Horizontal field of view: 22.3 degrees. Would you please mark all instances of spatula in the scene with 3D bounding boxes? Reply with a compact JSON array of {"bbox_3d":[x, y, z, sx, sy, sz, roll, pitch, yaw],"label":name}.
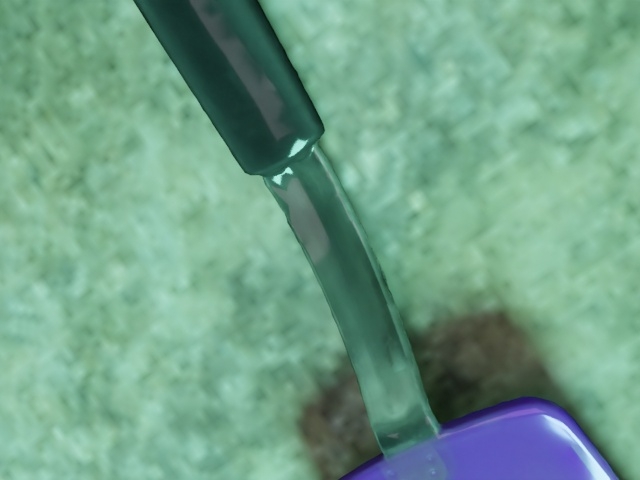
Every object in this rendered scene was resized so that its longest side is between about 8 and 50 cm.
[{"bbox_3d":[0.000,0.000,0.431,0.084,0.030,0.296,-28,92,20],"label":"spatula"}]
